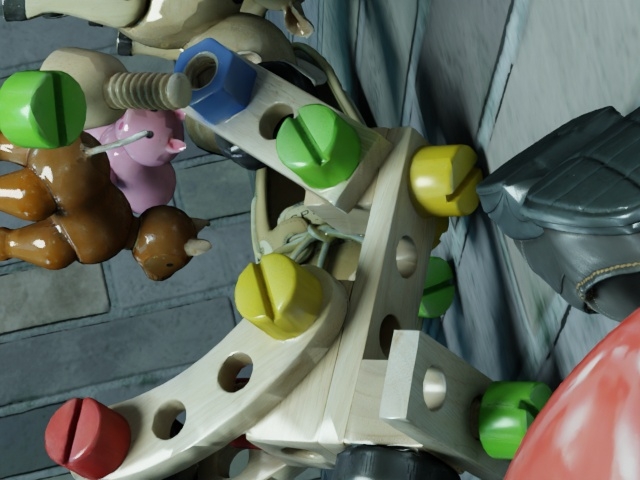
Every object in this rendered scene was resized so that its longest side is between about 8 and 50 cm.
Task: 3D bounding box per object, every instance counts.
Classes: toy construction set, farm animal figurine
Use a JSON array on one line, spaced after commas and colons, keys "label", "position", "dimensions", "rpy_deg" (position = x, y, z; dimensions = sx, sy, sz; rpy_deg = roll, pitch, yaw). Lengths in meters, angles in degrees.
[{"label": "toy construction set", "position": [0.000, 0.000, 0.878], "dimensions": [0.237, 0.257, 0.309], "rpy_deg": [4, 134, 40]}, {"label": "farm animal figurine", "position": [-0.079, -0.138, 1.091], "dimensions": [0.330, 0.172, 0.327], "rpy_deg": [-72, -20, -61]}]

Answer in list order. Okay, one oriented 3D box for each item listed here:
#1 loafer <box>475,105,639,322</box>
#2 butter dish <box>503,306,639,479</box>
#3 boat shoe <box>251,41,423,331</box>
[{"label": "loafer", "position": [0.094, -0.005, 0.554], "dimensions": [0.061, 0.062, 0.170], "rpy_deg": [56, 180, -4]}, {"label": "butter dish", "position": [0.078, 0.078, 0.379], "dimensions": [0.160, 0.118, 0.160], "rpy_deg": [116, 146, -51]}, {"label": "boat shoe", "position": [-0.002, -0.021, 1.222], "dimensions": [0.285, 0.104, 0.089], "rpy_deg": [-108, 5, -53]}]
